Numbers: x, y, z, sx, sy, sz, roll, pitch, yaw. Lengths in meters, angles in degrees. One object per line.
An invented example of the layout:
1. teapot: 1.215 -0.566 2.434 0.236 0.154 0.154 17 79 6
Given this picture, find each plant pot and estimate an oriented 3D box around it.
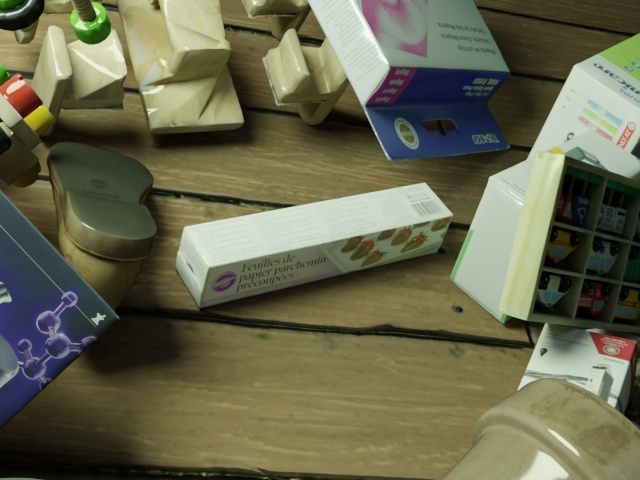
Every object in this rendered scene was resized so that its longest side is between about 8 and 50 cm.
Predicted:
1. plant pot: 0.144 0.270 0.791 0.229 0.263 0.263 -24 55 -19

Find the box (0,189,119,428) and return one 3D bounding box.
1. box: -0.317 0.028 0.830 0.184 0.103 0.261 -44 98 -15

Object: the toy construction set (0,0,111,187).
1. toy construction set: -0.365 -0.092 1.025 0.257 0.237 0.309 18 67 14

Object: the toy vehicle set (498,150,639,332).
1. toy vehicle set: 0.294 0.010 1.117 0.035 0.166 0.267 15 3 43

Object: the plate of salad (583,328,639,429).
1. plate of salad: 0.345 0.163 1.121 0.199 0.048 0.200 12 41 -10

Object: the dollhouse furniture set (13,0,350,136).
1. dollhouse furniture set: -0.213 -0.296 1.339 0.362 0.256 0.394 -7 68 -27

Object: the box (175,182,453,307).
1. box: 0.000 0.000 1.154 0.324 0.063 0.067 -13 48 -33

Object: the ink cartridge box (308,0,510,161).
1. ink cartridge box: 0.121 -0.267 1.337 0.324 0.071 0.330 -12 72 -54

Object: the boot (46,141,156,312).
1. boot: -0.232 -0.017 1.059 0.112 0.115 0.305 12 21 -17

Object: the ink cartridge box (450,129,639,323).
1. ink cartridge box: 0.267 -0.020 1.211 0.212 0.154 0.093 -24 52 -38

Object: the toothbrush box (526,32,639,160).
1. toothbrush box: 0.406 -0.152 1.376 0.122 0.206 0.283 41 44 23

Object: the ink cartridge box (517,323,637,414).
1. ink cartridge box: 0.256 0.155 1.053 0.099 0.056 0.135 11 43 24

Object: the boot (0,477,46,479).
1. boot: -0.185 0.301 0.721 0.263 0.091 0.229 23 39 0
